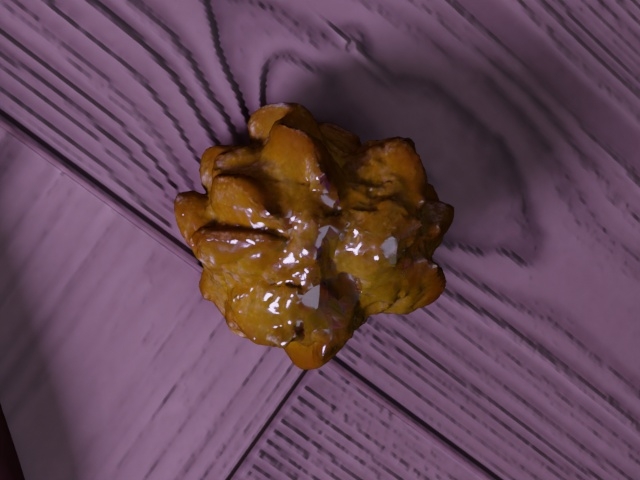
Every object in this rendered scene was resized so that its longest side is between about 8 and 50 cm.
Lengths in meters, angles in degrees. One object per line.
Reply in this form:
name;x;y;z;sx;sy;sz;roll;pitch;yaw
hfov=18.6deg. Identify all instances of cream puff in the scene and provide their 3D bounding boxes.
cream puff;0.000;0.000;0.863;0.122;0.094;0.116;1;106;-32

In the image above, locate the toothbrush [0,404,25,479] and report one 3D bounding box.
toothbrush;-0.151;0.094;0.845;0.041;0.041;0.364;-23;114;-20
